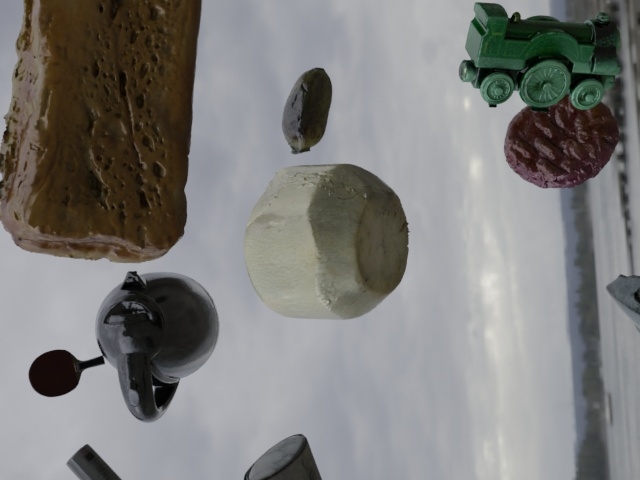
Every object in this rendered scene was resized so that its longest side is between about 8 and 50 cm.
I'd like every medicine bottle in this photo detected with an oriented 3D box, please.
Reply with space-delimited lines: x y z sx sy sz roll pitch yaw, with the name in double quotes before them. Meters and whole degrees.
"medicine bottle" -0.398 0.477 1.789 0.199 0.058 0.057 45 -162 4

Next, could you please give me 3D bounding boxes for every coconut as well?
"coconut" 0.000 0.000 1.469 0.245 0.247 0.245 -2 -88 -53

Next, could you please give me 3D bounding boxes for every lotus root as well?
"lotus root" -0.027 -0.256 1.854 0.080 0.089 0.179 -17 -60 -87

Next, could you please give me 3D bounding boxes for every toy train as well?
"toy train" 0.240 -0.200 1.015 0.071 0.178 0.105 -103 17 -55

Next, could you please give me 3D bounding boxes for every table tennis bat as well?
"table tennis bat" -0.522 0.267 1.935 0.158 0.014 0.095 -14 -95 -29

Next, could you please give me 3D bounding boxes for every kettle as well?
"kettle" -0.303 0.188 1.689 0.290 0.207 0.269 46 -142 -85

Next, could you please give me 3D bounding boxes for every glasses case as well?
"glasses case" -0.015 0.430 1.353 0.114 0.060 0.299 -34 -65 -34

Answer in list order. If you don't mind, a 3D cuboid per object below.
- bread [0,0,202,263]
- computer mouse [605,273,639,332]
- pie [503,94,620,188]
"bread" -0.211 -0.170 0.916 0.109 0.185 0.381 156 120 -64
"computer mouse" 0.577 0.135 1.378 0.203 0.374 0.114 22 -97 -31
"pie" 0.322 -0.137 1.265 0.036 0.154 0.155 57 -147 -57
